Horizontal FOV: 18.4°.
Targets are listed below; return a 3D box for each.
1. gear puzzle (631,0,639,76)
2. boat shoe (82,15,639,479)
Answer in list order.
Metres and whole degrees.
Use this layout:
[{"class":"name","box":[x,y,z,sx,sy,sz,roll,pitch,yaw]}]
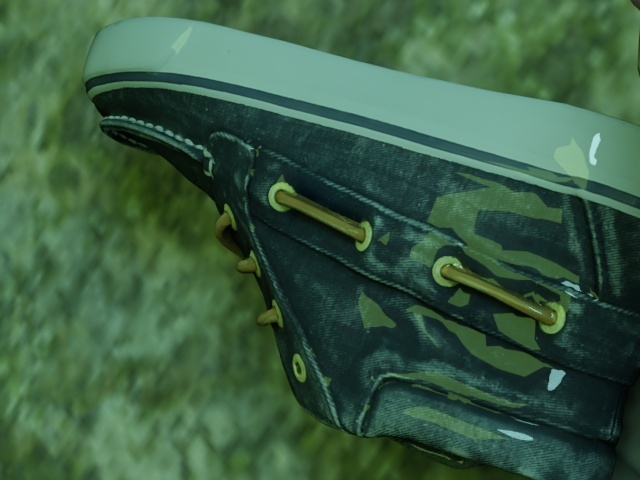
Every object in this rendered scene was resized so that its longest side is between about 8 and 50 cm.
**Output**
[{"class":"gear puzzle","box":[0.117,-0.192,0.360,0.175,0.044,0.339,-34,34,43]},{"class":"boat shoe","box":[0.000,0.000,0.470,0.183,0.065,0.083,16,87,41]}]
